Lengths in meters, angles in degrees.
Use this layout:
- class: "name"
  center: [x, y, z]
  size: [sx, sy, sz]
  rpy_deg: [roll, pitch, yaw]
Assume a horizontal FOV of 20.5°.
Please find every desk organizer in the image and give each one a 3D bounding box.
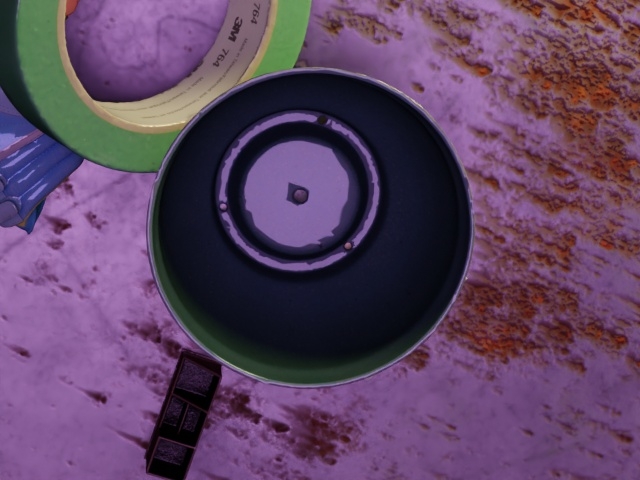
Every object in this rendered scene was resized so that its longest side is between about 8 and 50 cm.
- class: "desk organizer"
  center: [-0.144, 0.187, 1.872]
  size: [0.047, 0.050, 0.130]
  rpy_deg: [18, 101, -9]

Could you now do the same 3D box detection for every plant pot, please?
- class: "plant pot"
  center: [-0.016, -0.028, 1.665]
  size: [0.293, 0.196, 0.293]
  rpy_deg: [-1, 102, -5]

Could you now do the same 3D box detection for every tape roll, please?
- class: "tape roll"
  center: [-0.159, -0.225, 1.679]
  size: [0.321, 0.077, 0.321]
  rpy_deg: [-16, 118, -31]

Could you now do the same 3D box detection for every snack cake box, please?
- class: "snack cake box"
  center: [0.000, 0.000, 1.819]
  size: [0.264, 0.089, 0.152]
  rpy_deg: [42, 95, -13]

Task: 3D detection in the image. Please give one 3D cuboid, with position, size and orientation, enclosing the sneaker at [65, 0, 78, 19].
- class: "sneaker"
  center: [-0.244, -0.368, 1.698]
  size: [0.136, 0.116, 0.313]
  rpy_deg: [-8, 104, -4]

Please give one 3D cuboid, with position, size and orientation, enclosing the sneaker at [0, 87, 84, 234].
- class: "sneaker"
  center: [-0.383, -0.083, 1.755]
  size: [0.319, 0.127, 0.208]
  rpy_deg: [-14, 114, 10]
